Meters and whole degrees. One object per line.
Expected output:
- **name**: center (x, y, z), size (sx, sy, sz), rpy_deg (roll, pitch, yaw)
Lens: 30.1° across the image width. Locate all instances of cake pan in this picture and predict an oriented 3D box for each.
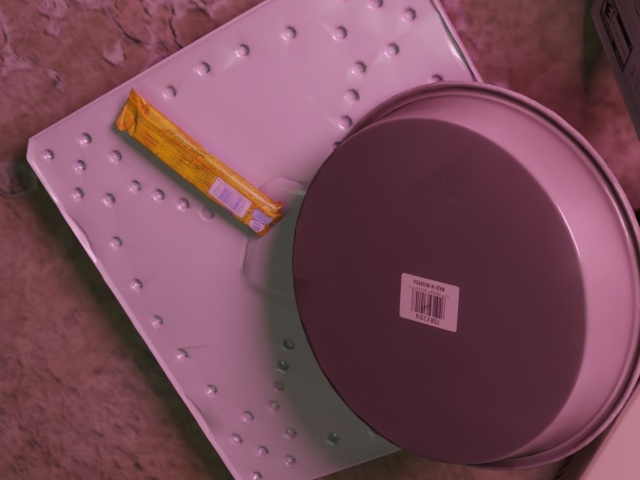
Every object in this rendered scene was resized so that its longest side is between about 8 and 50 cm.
- **cake pan**: center (0.092, 0.034, 0.862), size (0.293, 0.054, 0.293), rpy_deg (11, 108, 37)

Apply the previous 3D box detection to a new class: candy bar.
- **candy bar**: center (-0.098, -0.060, 0.968), size (0.161, 0.018, 0.040), rpy_deg (37, 124, -1)

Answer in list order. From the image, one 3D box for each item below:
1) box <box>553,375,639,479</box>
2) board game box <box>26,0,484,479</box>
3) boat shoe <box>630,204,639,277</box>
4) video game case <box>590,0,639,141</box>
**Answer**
- **box**: center (0.274, 0.171, 0.962), size (0.113, 0.094, 0.275), rpy_deg (27, 120, 5)
- **board game box**: center (0.000, 0.000, 1.002), size (0.390, 0.050, 0.390), rpy_deg (-24, 105, 27)
- **boat shoe**: center (0.226, 0.004, 0.841), size (0.285, 0.104, 0.089), rpy_deg (-26, 97, 26)
- **video game case**: center (0.232, -0.133, 0.730), size (0.026, 0.227, 0.206), rpy_deg (-5, 147, -8)
